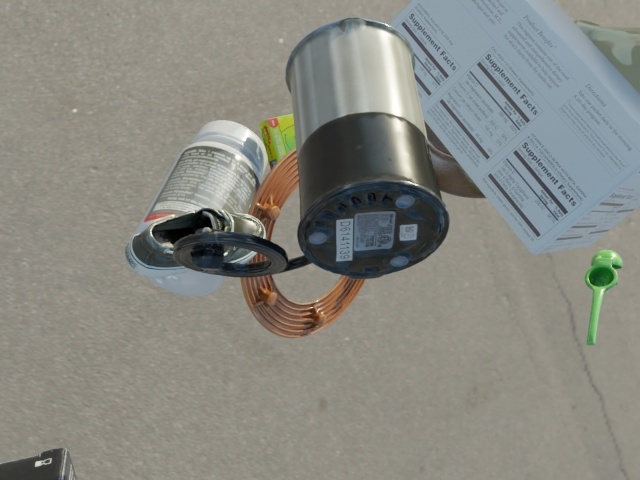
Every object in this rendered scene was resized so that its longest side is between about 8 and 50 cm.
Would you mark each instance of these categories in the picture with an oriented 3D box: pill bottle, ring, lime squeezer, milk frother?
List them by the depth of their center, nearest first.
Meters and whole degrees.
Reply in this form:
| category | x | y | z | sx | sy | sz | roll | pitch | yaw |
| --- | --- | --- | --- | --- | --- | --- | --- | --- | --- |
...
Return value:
| category | x | y | z | sx | sy | sz | roll | pitch | yaw |
| --- | --- | --- | --- | --- | --- | --- | --- | --- | --- |
| milk frother | -0.011 | -0.046 | 0.515 | 0.143 | 0.129 | 0.134 | 7 | 50 | -15 |
| ring | 0.000 | 0.000 | 1.398 | 0.337 | 0.032 | 0.336 | -19 | 116 | -45 |
| pill bottle | -0.190 | -0.061 | 1.431 | 0.161 | 0.161 | 0.283 | 51 | 40 | -30 |
| lime squeezer | 0.514 | 0.081 | 1.581 | 0.310 | 0.059 | 0.110 | -37 | 141 | -59 |

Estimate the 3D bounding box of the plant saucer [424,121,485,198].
| category | x | y | z | sx | sy | sz | roll | pitch | yaw |
| --- | --- | --- | --- | --- | --- | --- | --- | --- | --- |
| plant saucer | 0.261 | -0.217 | 1.375 | 0.050 | 0.311 | 0.310 | 53 | 53 | -62 |

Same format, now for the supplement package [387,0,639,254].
| category | x | y | z | sx | sy | sz | roll | pitch | yaw |
| --- | --- | --- | --- | --- | --- | --- | --- | --- | --- |
| supplement package | 0.212 | -0.134 | 0.848 | 0.262 | 0.145 | 0.204 | 55 | 27 | 17 |

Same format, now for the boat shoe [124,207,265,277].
| category | x | y | z | sx | sy | sz | roll | pitch | yaw |
| --- | --- | --- | --- | --- | --- | --- | --- | --- | --- |
| boat shoe | -0.143 | -0.003 | 1.101 | 0.219 | 0.070 | 0.077 | -15 | 69 | -48 |

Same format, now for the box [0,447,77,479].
| category | x | y | z | sx | sy | sz | roll | pitch | yaw |
| --- | --- | --- | --- | --- | --- | --- | --- | --- | --- |
| box | -0.225 | 0.239 | 0.557 | 0.156 | 0.093 | 0.158 | -12 | 115 | -7 |

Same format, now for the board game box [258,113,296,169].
| category | x | y | z | sx | sy | sz | roll | pitch | yaw |
| --- | --- | --- | --- | --- | --- | --- | --- | --- | --- |
| board game box | -0.007 | -0.179 | 1.488 | 0.181 | 0.043 | 0.092 | -16 | 91 | -25 |

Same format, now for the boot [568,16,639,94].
| category | x | y | z | sx | sy | sz | roll | pitch | yaw |
| --- | --- | --- | --- | --- | --- | --- | --- | --- | --- |
| boot | 0.352 | -0.149 | 1.047 | 0.095 | 0.203 | 0.262 | -53 | 142 | -42 |
